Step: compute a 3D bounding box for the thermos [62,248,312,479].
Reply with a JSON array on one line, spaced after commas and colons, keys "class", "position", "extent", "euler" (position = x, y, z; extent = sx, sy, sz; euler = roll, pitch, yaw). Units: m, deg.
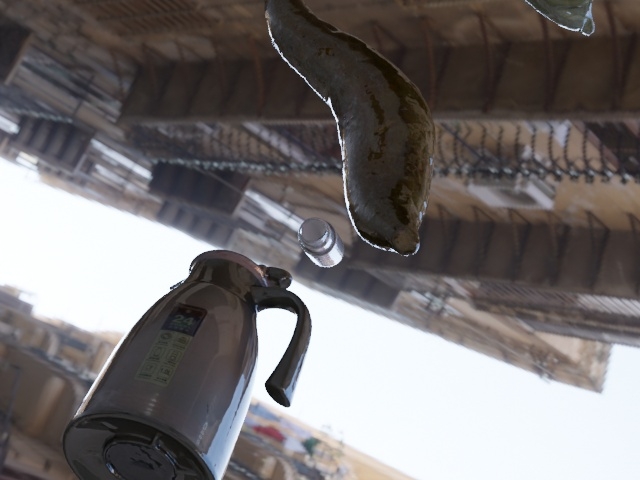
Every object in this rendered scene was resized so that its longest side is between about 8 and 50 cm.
[{"class": "thermos", "position": [-0.076, 0.086, 0.729], "extent": [0.137, 0.105, 0.193], "euler": [-4, -144, 22]}]

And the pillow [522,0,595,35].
[{"class": "pillow", "position": [0.123, -0.277, 0.659], "extent": [0.185, 0.302, 0.075], "euler": [35, -117, 21]}]

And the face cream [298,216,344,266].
[{"class": "face cream", "position": [0.000, 0.000, 0.921], "extent": [0.034, 0.130, 0.034], "euler": [-1, -98, 5]}]

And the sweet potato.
[{"class": "sweet potato", "position": [0.024, -0.084, 0.632], "extent": [0.069, 0.059, 0.249], "euler": [-17, -123, -9]}]
